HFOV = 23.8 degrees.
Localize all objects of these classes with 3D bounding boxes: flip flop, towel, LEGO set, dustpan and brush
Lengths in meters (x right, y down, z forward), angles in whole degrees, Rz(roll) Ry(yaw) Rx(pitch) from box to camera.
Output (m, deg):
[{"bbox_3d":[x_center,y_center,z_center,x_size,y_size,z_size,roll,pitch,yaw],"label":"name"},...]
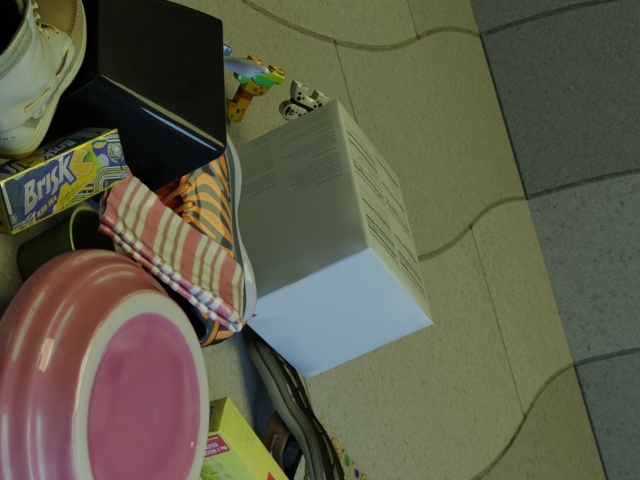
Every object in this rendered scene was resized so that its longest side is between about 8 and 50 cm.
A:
[{"bbox_3d":[-0.041,0.252,1.945,0.277,0.080,0.112,63,7,21],"label":"flip flop"},{"bbox_3d":[-0.154,0.008,1.628,0.197,0.029,0.144,39,18,-17],"label":"towel"},{"bbox_3d":[-0.113,-0.208,2.091,0.227,0.093,0.087,21,13,-31],"label":"LEGO set"},{"bbox_3d":[-0.154,-0.215,1.841,0.147,0.211,0.060,28,87,-60],"label":"dustpan and brush"}]

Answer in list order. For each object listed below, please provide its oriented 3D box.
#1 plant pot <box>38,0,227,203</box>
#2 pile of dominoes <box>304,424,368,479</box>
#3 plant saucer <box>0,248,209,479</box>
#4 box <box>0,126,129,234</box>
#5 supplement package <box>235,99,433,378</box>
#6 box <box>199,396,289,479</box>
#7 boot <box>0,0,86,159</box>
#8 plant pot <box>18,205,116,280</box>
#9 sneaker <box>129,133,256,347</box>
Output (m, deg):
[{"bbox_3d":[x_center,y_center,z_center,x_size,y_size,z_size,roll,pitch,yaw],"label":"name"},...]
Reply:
[{"bbox_3d":[-0.230,-0.170,1.684,0.167,0.188,0.187,28,48,-42],"label":"plant pot"},{"bbox_3d":[0.053,0.381,2.112,0.251,0.040,0.196,55,28,-38],"label":"pile of dominoes"},{"bbox_3d":[-0.203,0.174,1.488,0.332,0.084,0.332,-1,91,-64],"label":"plant saucer"},{"bbox_3d":[-0.277,-0.062,1.549,0.169,0.054,0.059,-31,116,-45],"label":"box"},{"bbox_3d":[0.000,0.000,2.008,0.198,0.199,0.263,48,23,-46],"label":"supplement package"},{"bbox_3d":[-0.092,0.286,1.777,0.232,0.087,0.058,59,26,-32],"label":"box"},{"bbox_3d":[-0.294,-0.209,1.506,0.165,0.077,0.213,86,16,-59],"label":"boot"},{"bbox_3d":[-0.267,0.015,1.569,0.083,0.079,0.083,48,33,-47],"label":"plant pot"},{"bbox_3d":[-0.168,-0.028,1.777,0.180,0.124,0.321,-24,96,-69],"label":"sneaker"}]
